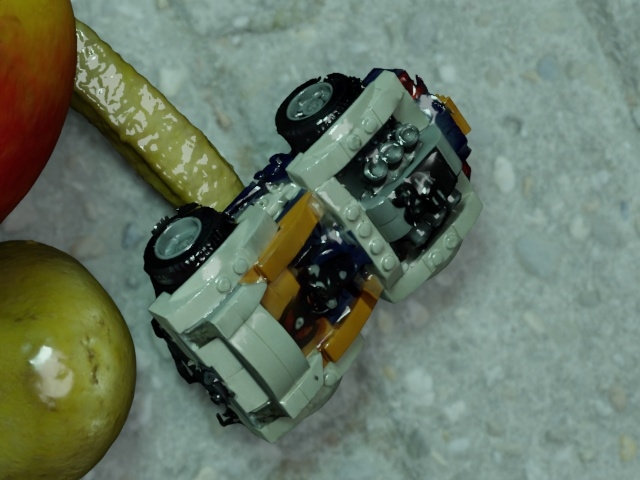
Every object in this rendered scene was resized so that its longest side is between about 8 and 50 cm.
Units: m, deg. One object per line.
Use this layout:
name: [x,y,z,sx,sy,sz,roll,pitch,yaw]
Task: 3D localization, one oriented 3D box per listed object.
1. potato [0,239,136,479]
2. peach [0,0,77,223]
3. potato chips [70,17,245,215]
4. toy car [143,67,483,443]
potato: [-0.209,0.097,1.454,0.178,0.158,0.203,29,75,-15]
peach: [-0.360,-0.126,1.312,0.388,0.388,0.388,1,86,-18]
potato chips: [-0.174,-0.114,1.516,0.407,0.080,0.057,41,67,-12]
toy car: [0.002,0.000,1.514,0.301,0.118,0.193,-45,123,-15]
